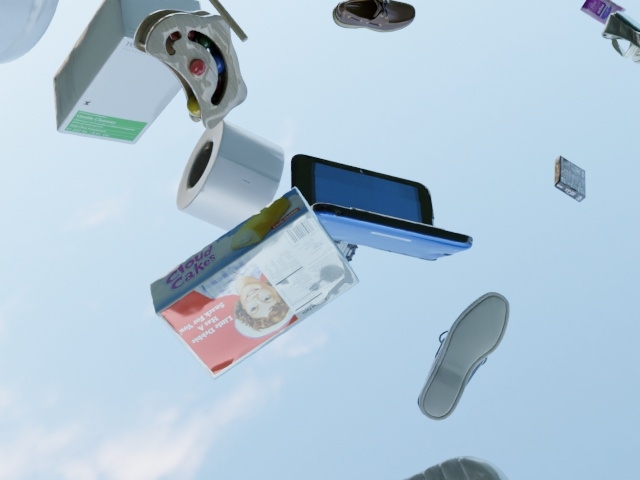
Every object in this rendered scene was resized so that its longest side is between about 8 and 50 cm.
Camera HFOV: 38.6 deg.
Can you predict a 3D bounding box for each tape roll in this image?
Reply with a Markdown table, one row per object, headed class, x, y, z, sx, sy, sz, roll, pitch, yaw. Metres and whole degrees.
| class | x | y | z | sx | sy | sz | roll | pitch | yaw |
| --- | --- | --- | --- | --- | --- | --- | --- | --- | --- |
| tape roll | -0.217 | -0.151 | 2.194 | 0.246 | 0.169 | 0.246 | -46 | -150 | 37 |

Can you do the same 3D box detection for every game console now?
| class | x | y | z | sx | sy | sz | roll | pitch | yaw |
| --- | --- | --- | --- | --- | --- | --- | --- | --- | --- |
| game console | 0.104 | -0.076 | 1.644 | 0.250 | 0.293 | 0.173 | 154 | -55 | -70 |

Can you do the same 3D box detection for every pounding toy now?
| class | x | y | z | sx | sy | sz | roll | pitch | yaw |
| --- | --- | --- | --- | --- | --- | --- | --- | --- | --- |
| pounding toy | -0.216 | -0.317 | 1.564 | 0.154 | 0.269 | 0.155 | -26 | -150 | -19 |

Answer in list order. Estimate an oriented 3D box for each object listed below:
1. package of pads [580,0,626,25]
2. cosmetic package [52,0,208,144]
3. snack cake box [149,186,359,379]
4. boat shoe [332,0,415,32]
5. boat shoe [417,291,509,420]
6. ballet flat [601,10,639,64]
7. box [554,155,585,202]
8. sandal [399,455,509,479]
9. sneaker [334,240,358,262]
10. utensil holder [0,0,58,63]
| class | x | y | z | sx | sy | sz | roll | pitch | yaw |
| --- | --- | --- | --- | --- | --- | --- | --- | --- | --- |
| package of pads | 0.593 | -0.484 | 1.916 | 0.083 | 0.032 | 0.050 | 40 | -63 | 21 |
| cosmetic package | -0.411 | -0.368 | 1.937 | 0.365 | 0.197 | 0.155 | -37 | -124 | 47 |
| snack cake box | -0.097 | 0.064 | 1.338 | 0.264 | 0.152 | 0.089 | -34 | -149 | 2 |
| boat shoe | 0.116 | -0.466 | 1.874 | 0.060 | 0.178 | 0.064 | 155 | -69 | -73 |
| boat shoe | 0.254 | 0.204 | 1.636 | 0.079 | 0.095 | 0.254 | -115 | -129 | -89 |
| ballet flat | 0.598 | -0.363 | 1.704 | 0.068 | 0.072 | 0.213 | -64 | -152 | 24 |
| box | 0.500 | -0.124 | 1.831 | 0.018 | 0.067 | 0.083 | -47 | -159 | 43 |
| sandal | 0.105 | 0.409 | 1.261 | 0.416 | 0.102 | 0.169 | -26 | -117 | 38 |
| sneaker | 0.000 | 0.000 | 1.930 | 0.106 | 0.234 | 0.078 | 27 | -88 | 18 |
| utensil holder | -0.597 | -0.391 | 1.204 | 0.328 | 0.327 | 0.386 | -12 | -176 | 36 |
